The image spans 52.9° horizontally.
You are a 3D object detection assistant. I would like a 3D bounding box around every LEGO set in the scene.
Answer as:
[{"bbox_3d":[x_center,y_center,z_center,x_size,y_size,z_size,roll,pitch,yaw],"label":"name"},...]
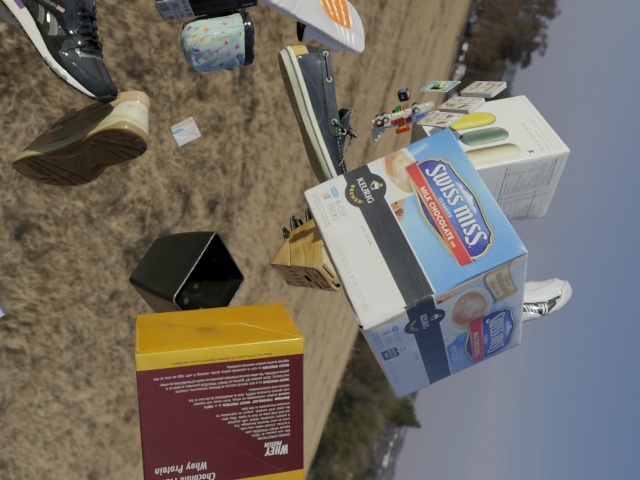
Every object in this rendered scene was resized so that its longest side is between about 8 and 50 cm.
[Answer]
[{"bbox_3d":[0.216,-0.255,1.265,0.182,0.244,0.060,-37,122,-26],"label":"LEGO set"}]

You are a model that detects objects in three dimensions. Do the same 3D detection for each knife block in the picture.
[{"bbox_3d":[0.000,0.000,1.579,0.088,0.276,0.242,49,63,-28],"label":"knife block"}]

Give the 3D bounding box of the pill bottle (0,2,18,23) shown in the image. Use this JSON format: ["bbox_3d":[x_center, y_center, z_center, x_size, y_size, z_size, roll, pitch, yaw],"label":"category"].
[{"bbox_3d":[-0.876,-0.696,1.853,0.136,0.246,0.136,-37,132,-56],"label":"pill bottle"}]

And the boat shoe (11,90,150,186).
[{"bbox_3d":[-0.454,-0.192,1.238,0.122,0.341,0.110,39,47,-50],"label":"boat shoe"}]

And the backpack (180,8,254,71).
[{"bbox_3d":[-0.259,-0.497,1.616,0.115,0.182,0.151,-120,-155,-45],"label":"backpack"}]

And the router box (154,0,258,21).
[{"bbox_3d":[-0.197,-0.466,1.161,0.046,0.179,0.133,70,20,-52],"label":"router box"}]

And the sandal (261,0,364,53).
[{"bbox_3d":[-0.030,-0.411,1.166,0.076,0.265,0.101,-20,-117,47],"label":"sandal"}]

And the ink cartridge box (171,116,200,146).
[{"bbox_3d":[-0.265,-0.215,1.257,0.028,0.048,0.083,65,-5,-27],"label":"ink cartridge box"}]

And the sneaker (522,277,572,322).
[{"bbox_3d":[0.396,0.097,1.489,0.137,0.366,0.210,140,-66,-80],"label":"sneaker"}]

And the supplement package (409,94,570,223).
[{"bbox_3d":[0.348,-0.160,1.393,0.198,0.263,0.199,91,-17,-49],"label":"supplement package"}]

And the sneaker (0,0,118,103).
[{"bbox_3d":[-0.424,-0.368,1.088,0.124,0.283,0.107,-39,179,13],"label":"sneaker"}]

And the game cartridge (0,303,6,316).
[{"bbox_3d":[-0.835,0.179,1.607,0.083,0.017,0.055,-40,108,-54],"label":"game cartridge"}]

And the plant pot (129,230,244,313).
[{"bbox_3d":[-0.309,0.089,1.444,0.188,0.167,0.187,-61,150,-29],"label":"plant pot"}]

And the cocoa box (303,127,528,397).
[{"bbox_3d":[0.152,0.051,0.965,0.347,0.228,0.231,63,3,-59],"label":"cocoa box"}]

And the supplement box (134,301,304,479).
[{"bbox_3d":[-0.126,0.196,0.798,0.129,0.192,0.194,-138,-134,-70],"label":"supplement box"}]

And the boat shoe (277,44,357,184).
[{"bbox_3d":[0.024,-0.321,1.839,0.187,0.156,0.499,-138,-152,-71],"label":"boat shoe"}]
